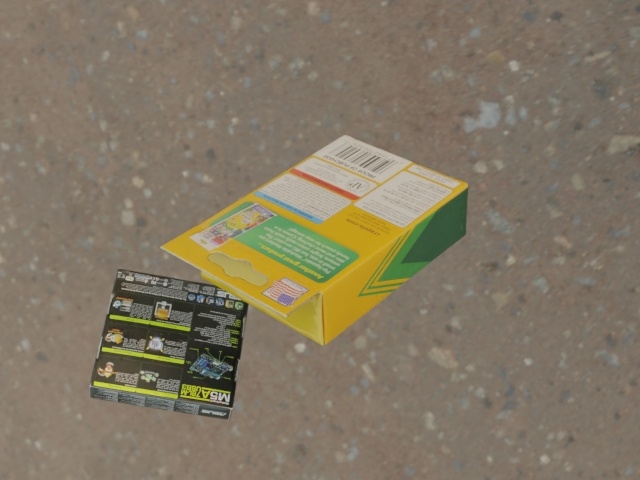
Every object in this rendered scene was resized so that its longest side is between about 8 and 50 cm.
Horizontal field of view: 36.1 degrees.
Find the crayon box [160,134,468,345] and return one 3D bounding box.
[{"bbox_3d":[0.000,0.000,1.168,0.203,0.323,0.083,26,134,34],"label":"crayon box"}]

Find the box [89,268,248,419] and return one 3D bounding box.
[{"bbox_3d":[-0.200,0.138,1.329,0.190,0.184,0.045,10,148,-7],"label":"box"}]
